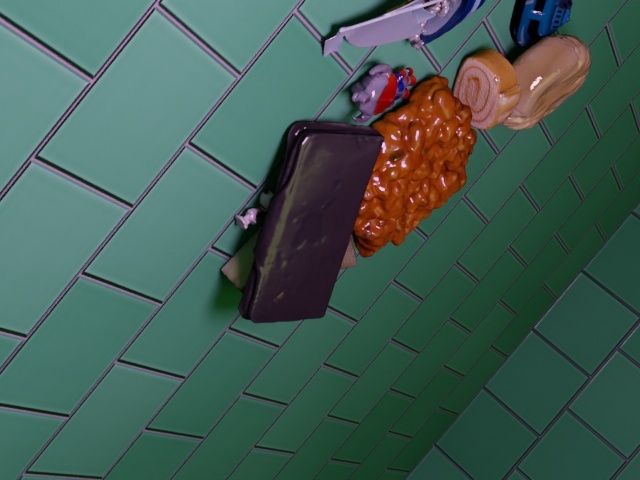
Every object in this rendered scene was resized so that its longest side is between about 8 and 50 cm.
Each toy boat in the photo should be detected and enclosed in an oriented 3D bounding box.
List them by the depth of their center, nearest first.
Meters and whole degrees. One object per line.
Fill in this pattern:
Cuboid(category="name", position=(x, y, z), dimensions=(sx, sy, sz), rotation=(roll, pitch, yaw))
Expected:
Cuboid(category="toy boat", position=(0.131, -0.344, 1.774), dimensions=(0.291, 0.067, 0.220), rotation=(-27, 172, -25))
Cuboid(category="toy boat", position=(0.448, -0.474, 2.105), dimensions=(0.134, 0.092, 0.299), rotation=(-38, 152, -29))

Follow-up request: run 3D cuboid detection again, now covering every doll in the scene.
Cuboid(category="doll", position=(-0.101, -0.047, 1.880), dimensions=(0.085, 0.040, 0.058), rotation=(-49, 142, -10))
Cuboid(category="doll", position=(0.105, -0.255, 1.896), dimensions=(0.104, 0.062, 0.194), rotation=(-42, 170, 33))

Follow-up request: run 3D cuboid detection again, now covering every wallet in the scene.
Cuboid(category="wallet", position=(-0.020, -0.020, 1.902), dimensions=(0.197, 0.051, 0.378), rotation=(-1, 117, -40))

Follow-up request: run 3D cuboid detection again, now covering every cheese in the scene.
Cuboid(category="cheese", position=(0.430, -0.318, 2.210), dimensions=(0.226, 0.117, 0.214), rotation=(-44, 167, 19))

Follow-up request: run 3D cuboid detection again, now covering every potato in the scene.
Cuboid(category="potato", position=(-0.092, 0.053, 1.985), dimensions=(0.120, 0.081, 0.149), rotation=(-46, 154, -1))

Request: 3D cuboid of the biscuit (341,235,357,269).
Cuboid(category="biscuit", position=(0.000, 0.000, 2.052), dimensions=(0.121, 0.041, 0.199), rotation=(-14, 149, -3))

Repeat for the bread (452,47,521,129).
Cuboid(category="bread", position=(0.319, -0.286, 2.119), dimensions=(0.073, 0.122, 0.149), rotation=(-33, 152, -36))

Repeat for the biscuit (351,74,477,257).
Cuboid(category="biscuit", position=(0.163, -0.135, 2.097), dimensions=(0.312, 0.110, 0.318), rotation=(-42, 154, -12))
